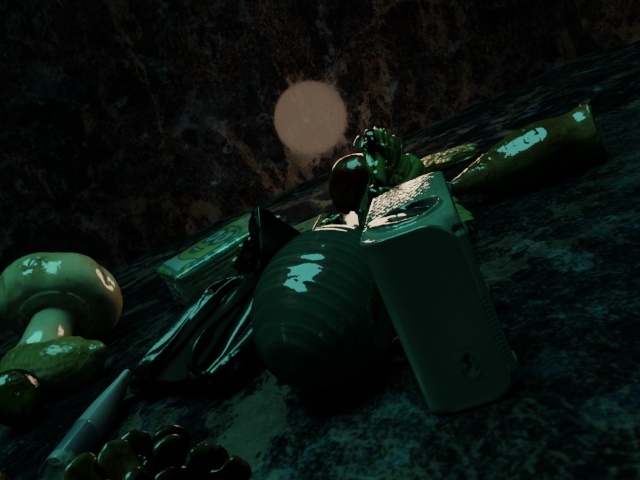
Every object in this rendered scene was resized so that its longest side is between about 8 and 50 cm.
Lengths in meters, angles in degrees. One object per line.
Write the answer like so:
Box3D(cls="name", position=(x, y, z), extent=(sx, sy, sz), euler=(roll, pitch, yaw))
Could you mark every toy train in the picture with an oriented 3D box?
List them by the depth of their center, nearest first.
Box3D(cls="toy train", position=(0.000, 0.000, 1.462), extent=(0.104, 0.071, 0.178), euler=(-29, 8, 40))

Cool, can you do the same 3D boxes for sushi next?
Box3D(cls="sushi", position=(-0.096, 0.054, 1.193), extent=(0.172, 0.153, 0.150), euler=(17, -36, -40))

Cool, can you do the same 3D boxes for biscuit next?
Box3D(cls="biscuit", position=(0.364, -0.249, 1.898), extent=(0.288, 0.044, 0.202), euler=(-18, 13, 37))

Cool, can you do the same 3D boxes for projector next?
Box3D(cls="projector", position=(0.136, 0.041, 0.678), extent=(0.108, 0.198, 0.250), euler=(-21, 11, 15))

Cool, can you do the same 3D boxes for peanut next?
Box3D(cls="peanut", position=(-0.579, 0.271, 1.288), extent=(0.253, 0.122, 0.137), euler=(-17, -2, 21))

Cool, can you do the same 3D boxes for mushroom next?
Box3D(cls="mushroom", position=(-0.677, 0.199, 1.513), extent=(0.314, 0.315, 0.336), euler=(-23, 34, 8))

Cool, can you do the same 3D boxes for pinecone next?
Box3D(cls="pinecone", position=(-0.133, 0.237, 0.480), extent=(0.195, 0.150, 0.179), euler=(-10, 12, 40))

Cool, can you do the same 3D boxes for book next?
Box3D(cls="book", position=(-0.107, 0.013, 1.721), extent=(0.214, 0.025, 0.283), euler=(-23, 13, 14))

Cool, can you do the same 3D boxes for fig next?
Box3D(cls="fig", position=(-0.609, 0.317, 1.190), extent=(0.117, 0.117, 0.177), euler=(-31, -4, -29))

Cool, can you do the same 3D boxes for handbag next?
Box3D(cls="handbag", position=(-0.182, 0.164, 1.014), extent=(0.285, 0.114, 0.257), euler=(-14, 23, 41))

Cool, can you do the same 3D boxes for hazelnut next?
Box3D(cls="hazelnut", position=(0.123, -0.155, 1.683), extent=(0.203, 0.178, 0.178), euler=(8, 17, 5))

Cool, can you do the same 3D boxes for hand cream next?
Box3D(cls="hand cream", position=(-0.356, 0.288, 0.933), extent=(0.079, 0.048, 0.255), euler=(-57, 6, 14))

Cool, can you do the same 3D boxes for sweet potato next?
Box3D(cls="sweet potato", position=(0.415, -0.165, 1.223), extent=(0.336, 0.131, 0.131), euler=(-23, 12, 9))

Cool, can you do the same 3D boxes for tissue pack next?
Box3D(cls="tissue pack", position=(-0.245, 0.048, 1.535), extent=(0.310, 0.128, 0.228), euler=(-34, 18, -21))

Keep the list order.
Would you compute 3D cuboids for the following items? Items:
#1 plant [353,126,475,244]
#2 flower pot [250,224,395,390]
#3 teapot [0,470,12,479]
Box3D(cls="plant", position=(0.119, -0.081, 1.107), extent=(0.296, 0.262, 0.305), euler=(-15, 3, 39))
Box3D(cls="flower pot", position=(0.014, 0.082, 0.761), extent=(0.157, 0.190, 0.243), euler=(-7, 27, 26))
Box3D(cls="teapot", position=(-0.476, 0.363, 0.814), extent=(0.098, 0.078, 0.129), euler=(18, 8, 5))
